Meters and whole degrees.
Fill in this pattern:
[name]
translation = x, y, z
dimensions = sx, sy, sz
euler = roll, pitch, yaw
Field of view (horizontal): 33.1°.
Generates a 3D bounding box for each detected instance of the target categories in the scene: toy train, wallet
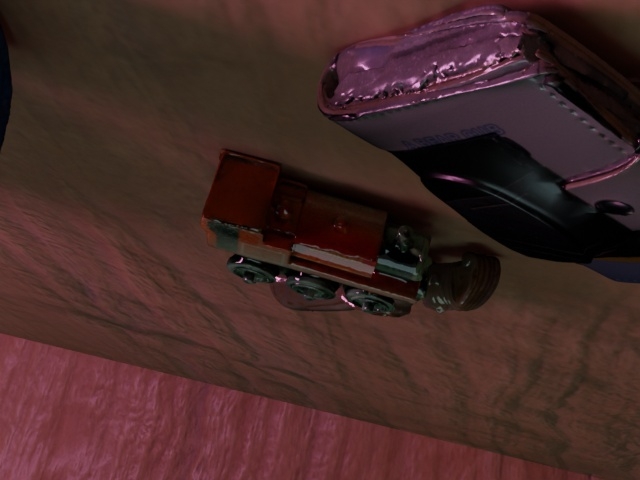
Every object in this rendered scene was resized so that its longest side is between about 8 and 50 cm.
[toy train]
translation = 0.000, 0.000, 0.785
dimensions = 0.176, 0.074, 0.118
euler = 16, 162, 2
[wallet]
translation = 0.123, -0.033, 0.546
dimensions = 0.231, 0.069, 0.170
euler = 26, 167, -34

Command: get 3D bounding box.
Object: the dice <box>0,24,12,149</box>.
[dice]
translation = -0.258, -0.079, 0.580
dimensions = 0.146, 0.146, 0.143
euler = 13, 164, 7

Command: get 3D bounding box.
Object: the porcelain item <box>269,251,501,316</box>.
[porcelain item]
translation = 0.054, 0.036, 0.893
dimensions = 0.084, 0.054, 0.213
euler = 9, 173, -44
